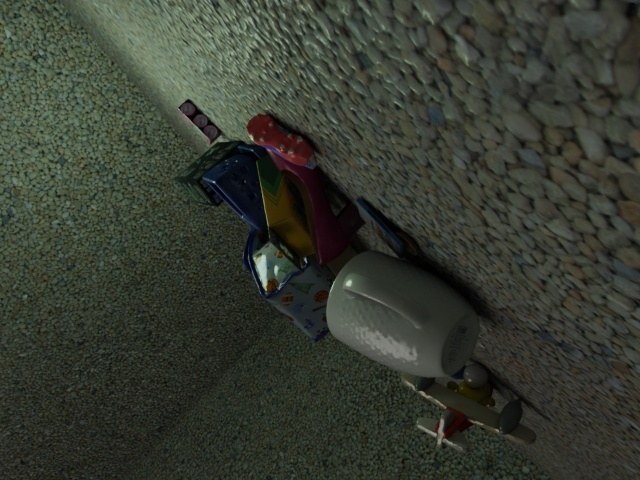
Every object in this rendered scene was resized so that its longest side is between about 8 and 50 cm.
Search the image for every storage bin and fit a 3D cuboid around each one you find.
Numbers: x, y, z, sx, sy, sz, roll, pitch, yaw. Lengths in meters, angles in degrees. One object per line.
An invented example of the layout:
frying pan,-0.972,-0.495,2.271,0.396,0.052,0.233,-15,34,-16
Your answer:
storage bin,0.000,0.000,1.968,0.260,0.123,0.262,33,167,51

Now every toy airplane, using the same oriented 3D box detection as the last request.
toy airplane,0.511,0.569,1.836,0.386,0.273,0.384,12,-169,-10

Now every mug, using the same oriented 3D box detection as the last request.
mug,0.198,0.181,1.306,0.328,0.276,0.374,22,168,43

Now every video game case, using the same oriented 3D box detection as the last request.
video game case,0.155,-0.030,1.337,0.166,0.015,0.119,49,176,20

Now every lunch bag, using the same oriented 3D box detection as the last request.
lunch bag,-0.097,0.119,1.841,0.328,0.239,0.385,50,-174,-40

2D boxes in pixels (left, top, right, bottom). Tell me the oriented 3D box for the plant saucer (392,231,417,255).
plant saucer,0.214,0.003,1.290,0.083,0.015,0.083,44,173,7

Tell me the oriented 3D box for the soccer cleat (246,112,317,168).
soccer cleat,-0.105,-0.255,1.340,0.248,0.083,0.095,34,172,40

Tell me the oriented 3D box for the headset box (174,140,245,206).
headset box,-0.414,-0.267,2.037,0.283,0.246,0.131,13,144,55

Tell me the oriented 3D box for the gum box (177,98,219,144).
gum box,-0.500,-0.489,2.153,0.188,0.062,0.107,45,172,-5

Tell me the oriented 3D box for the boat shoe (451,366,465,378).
boat shoe,0.491,0.497,2.168,0.258,0.109,0.089,43,176,20

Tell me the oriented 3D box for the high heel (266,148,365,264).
high heel,-0.057,-0.114,1.436,0.377,0.181,0.127,44,172,1

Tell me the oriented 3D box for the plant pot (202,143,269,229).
plant pot,-0.248,-0.205,1.824,0.236,0.212,0.236,47,172,-25

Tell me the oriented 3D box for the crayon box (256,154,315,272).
crayon box,-0.092,-0.088,1.569,0.203,0.083,0.323,49,-158,-51
